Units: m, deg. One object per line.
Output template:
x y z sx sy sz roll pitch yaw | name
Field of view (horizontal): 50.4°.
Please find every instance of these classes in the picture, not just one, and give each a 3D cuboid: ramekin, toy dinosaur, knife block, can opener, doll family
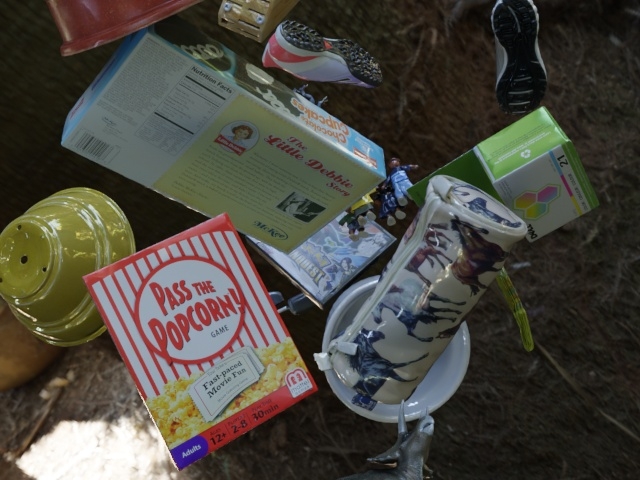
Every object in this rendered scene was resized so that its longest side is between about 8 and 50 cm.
0.136 0.195 1.315 0.277 0.277 0.135 -43 8 2 | ramekin
0.044 0.360 0.891 0.314 0.121 0.160 -31 20 -1 | toy dinosaur
-0.063 -0.487 1.238 0.275 0.088 0.242 -67 -10 10 | knife block
-0.064 0.145 1.785 0.284 0.076 0.095 -27 80 7 | can opener
-0.022 -0.206 1.087 0.047 0.082 0.090 -15 29 29 | toy dinosaur
0.112 -0.085 1.331 0.193 0.076 0.111 -23 42 12 | doll family

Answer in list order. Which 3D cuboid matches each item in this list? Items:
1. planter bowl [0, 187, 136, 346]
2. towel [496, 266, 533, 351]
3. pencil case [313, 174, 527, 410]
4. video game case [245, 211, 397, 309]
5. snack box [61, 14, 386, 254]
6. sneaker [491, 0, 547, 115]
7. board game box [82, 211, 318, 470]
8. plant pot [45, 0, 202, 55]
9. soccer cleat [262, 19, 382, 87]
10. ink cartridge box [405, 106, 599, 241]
-0.356 0.029 0.885 0.217 0.090 0.217 -3 81 22 | planter bowl
0.342 0.091 1.261 0.021 0.102 0.237 -18 35 8 | towel
0.156 0.084 1.083 0.410 0.184 0.159 -62 40 29 | pencil case
0.000 0.000 1.639 0.248 0.035 0.275 -40 62 -20 | video game case
-0.102 -0.108 0.784 0.187 0.322 0.060 -37 40 34 | snack box
0.400 -0.377 1.372 0.101 0.271 0.108 -3 38 16 | sneaker
-0.113 0.091 0.641 0.147 0.193 0.045 -27 -3 -20 | board game box
-0.198 -0.362 0.665 0.273 0.265 0.272 -20 26 10 | plant pot
0.010 -0.431 1.661 0.116 0.318 0.108 -39 50 43 | soccer cleat
0.304 -0.073 1.135 0.255 0.189 0.097 -31 46 15 | ink cartridge box
